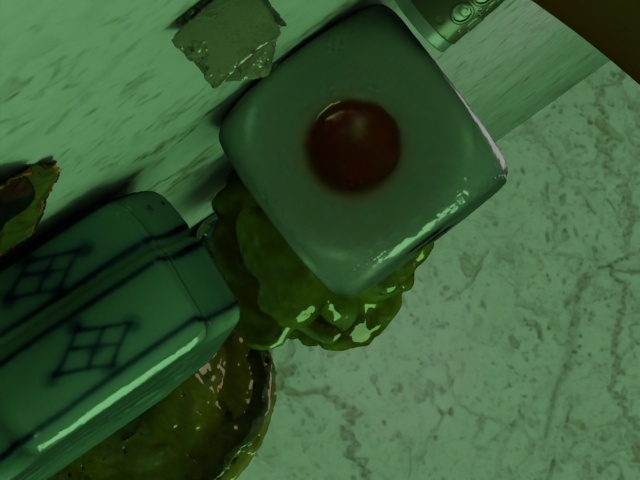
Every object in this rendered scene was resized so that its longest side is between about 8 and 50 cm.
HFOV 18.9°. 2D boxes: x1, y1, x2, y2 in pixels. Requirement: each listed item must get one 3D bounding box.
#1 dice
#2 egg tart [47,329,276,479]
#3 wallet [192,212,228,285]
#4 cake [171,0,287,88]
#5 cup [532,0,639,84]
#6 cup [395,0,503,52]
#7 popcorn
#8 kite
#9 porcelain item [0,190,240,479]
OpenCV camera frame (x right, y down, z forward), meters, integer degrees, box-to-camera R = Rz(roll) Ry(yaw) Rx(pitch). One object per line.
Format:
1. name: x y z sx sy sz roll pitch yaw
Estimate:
1. dice: 0.038 -0.075 1.659 0.194 0.193 0.192 -38 174 3
2. egg tart: -0.218 0.190 2.303 0.345 0.132 0.345 -22 -139 20
3. wallet: -0.101 0.001 2.242 0.141 0.059 0.202 -28 171 -20
4. cake: -0.060 -0.129 1.282 0.065 0.052 0.121 -41 177 -5
5. cup: 0.236 -0.224 1.342 0.182 0.264 0.226 -17 150 -52
6. cup: 0.106 -0.221 1.568 0.099 0.102 0.074 -39 -147 14
7. popcorn: 0.000 0.000 1.943 0.242 0.235 0.250 -20 167 -14
8. kite: -0.312 0.043 1.360 0.327 0.013 0.377 -38 177 20
9. porcelain item: -0.223 0.094 1.644 0.286 0.157 0.281 -34 173 -16
